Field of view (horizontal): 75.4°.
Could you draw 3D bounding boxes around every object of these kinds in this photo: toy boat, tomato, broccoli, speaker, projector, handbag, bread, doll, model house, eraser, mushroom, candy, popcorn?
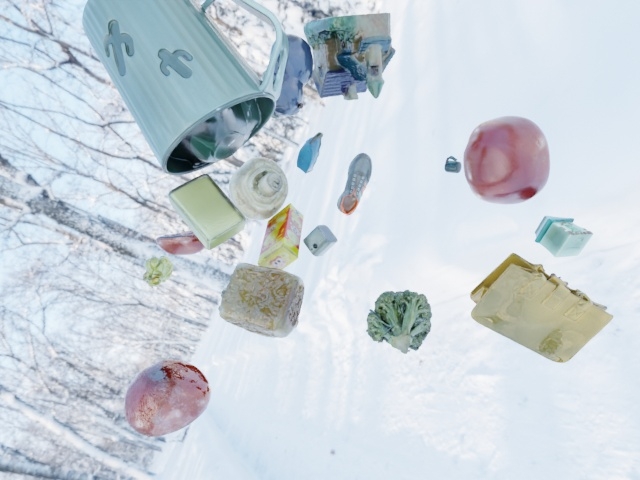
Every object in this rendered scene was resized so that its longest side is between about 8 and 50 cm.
[{"bbox_3d":[-0.038,-0.357,1.675,0.077,0.075,0.186,-46,-13,-37],"label":"toy boat"},{"bbox_3d":[0.602,-0.248,1.325,0.226,0.298,0.299,10,76,50],"label":"tomato"},{"bbox_3d":[0.352,0.367,1.861,0.283,0.303,0.322,-69,-23,-63],"label":"broccoli"},{"bbox_3d":[0.649,-0.371,2.045,0.075,0.094,0.060,15,81,41],"label":"speaker"},{"bbox_3d":[0.000,0.000,1.504,0.082,0.083,0.083,-44,-18,24],"label":"projector"},{"bbox_3d":[0.769,0.237,1.469,0.283,0.400,0.133,-61,0,37],"label":"handbag"},{"bbox_3d":[-0.176,0.183,1.265,0.176,0.246,0.196,67,-142,-62],"label":"bread"},{"bbox_3d":[-0.114,-0.538,1.356,0.228,0.153,0.259,8,-90,-71],"label":"doll"},{"bbox_3d":[0.103,-0.640,1.477,0.312,0.245,0.281,-139,38,-57],"label":"model house"},{"bbox_3d":[-0.464,0.009,1.435,0.174,0.166,0.082,0,100,40],"label":"tomato"},{"bbox_3d":[-0.281,-0.074,1.032,0.117,0.172,0.058,-36,-14,-27],"label":"eraser"},{"bbox_3d":[0.809,-0.024,1.410,0.149,0.126,0.101,-123,39,-47],"label":"model house"},{"bbox_3d":[-0.288,0.279,0.782,0.139,0.159,0.091,49,141,48],"label":"tomato"},{"bbox_3d":[-0.237,-0.218,1.675,0.234,0.253,0.261,-25,78,59],"label":"mushroom"},{"bbox_3d":[-0.147,-0.009,1.581,0.146,0.088,0.276,-35,27,24],"label":"candy"},{"bbox_3d":[-0.767,0.140,1.970,0.141,0.135,0.162,-49,44,13],"label":"popcorn"}]

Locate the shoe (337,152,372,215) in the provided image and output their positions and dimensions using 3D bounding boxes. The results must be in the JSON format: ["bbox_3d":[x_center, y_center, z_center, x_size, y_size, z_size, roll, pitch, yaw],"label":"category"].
[{"bbox_3d":[0.106,-0.161,1.230,0.077,0.074,0.195,-92,22,-68],"label":"shoe"}]

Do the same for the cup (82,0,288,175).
[{"bbox_3d":[-0.294,-0.407,0.994,0.400,0.392,0.310,-35,1,-18],"label":"cup"}]
